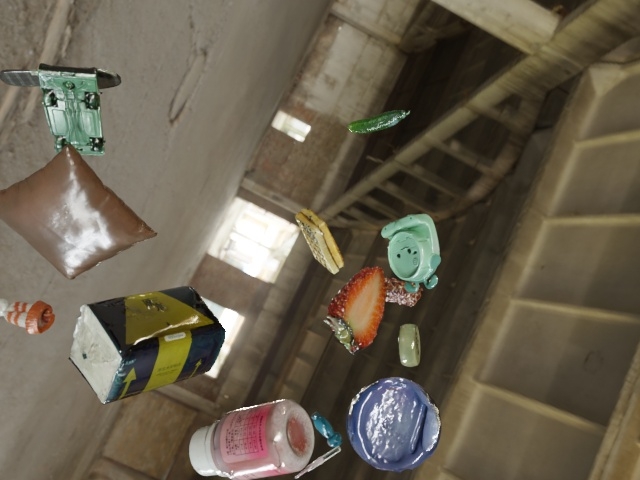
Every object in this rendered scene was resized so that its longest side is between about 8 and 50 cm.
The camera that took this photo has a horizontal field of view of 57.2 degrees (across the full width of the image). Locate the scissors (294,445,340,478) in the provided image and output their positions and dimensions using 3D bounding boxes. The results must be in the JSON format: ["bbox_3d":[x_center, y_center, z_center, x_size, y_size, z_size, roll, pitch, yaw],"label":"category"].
[{"bbox_3d":[-0.005,0.696,1.844,0.176,0.022,0.085,-39,163,18],"label":"scissors"}]

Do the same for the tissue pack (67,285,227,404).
[{"bbox_3d":[-0.561,0.330,1.920,0.417,0.264,0.253,-8,131,-48],"label":"tissue pack"}]

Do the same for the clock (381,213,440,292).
[{"bbox_3d":[0.229,0.034,1.455,0.148,0.060,0.188,-28,-108,52],"label":"clock"}]

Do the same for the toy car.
[{"bbox_3d":[-0.635,-0.336,1.528,0.320,0.142,0.097,118,-32,-58],"label":"toy car"}]

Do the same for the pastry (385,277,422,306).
[{"bbox_3d":[0.326,0.217,2.495,0.097,0.209,0.115,-59,148,-41],"label":"pastry"}]

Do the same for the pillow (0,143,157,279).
[{"bbox_3d":[-0.617,-0.056,1.447,0.308,0.305,0.108,-24,-146,19],"label":"pillow"}]

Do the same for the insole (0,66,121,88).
[{"bbox_3d":[-0.678,-0.423,1.535,0.110,0.310,0.012,111,-21,-75],"label":"insole"}]

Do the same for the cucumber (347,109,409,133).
[{"bbox_3d":[0.138,-0.276,1.376,0.155,0.037,0.037,-11,-147,22],"label":"cucumber"}]

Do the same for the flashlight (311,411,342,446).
[{"bbox_3d":[0.021,0.601,1.871,0.051,0.129,0.051,-36,-179,1],"label":"flashlight"}]

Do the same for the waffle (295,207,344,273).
[{"bbox_3d":[-0.001,0.000,1.381,0.042,0.148,0.102,-34,-141,-11],"label":"waffle"}]

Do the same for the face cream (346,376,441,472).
[{"bbox_3d":[0.196,0.507,1.625,0.225,0.249,0.248,88,26,-70],"label":"face cream"}]

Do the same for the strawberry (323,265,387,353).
[{"bbox_3d":[0.130,0.235,2.085,0.138,0.233,0.306,-3,-141,41],"label":"strawberry"}]

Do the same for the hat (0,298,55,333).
[{"bbox_3d":[-0.877,0.214,1.713,0.112,0.163,0.093,-81,180,-85],"label":"hat"}]

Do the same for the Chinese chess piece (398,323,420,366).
[{"bbox_3d":[0.302,0.352,1.974,0.144,0.059,0.143,-4,90,-73],"label":"Chinese chess piece"}]

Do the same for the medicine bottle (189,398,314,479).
[{"bbox_3d":[-0.144,0.414,1.202,0.247,0.147,0.147,-19,-150,27],"label":"medicine bottle"}]
